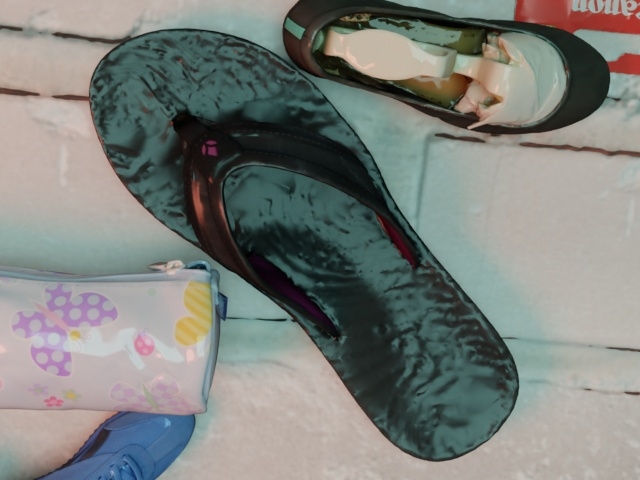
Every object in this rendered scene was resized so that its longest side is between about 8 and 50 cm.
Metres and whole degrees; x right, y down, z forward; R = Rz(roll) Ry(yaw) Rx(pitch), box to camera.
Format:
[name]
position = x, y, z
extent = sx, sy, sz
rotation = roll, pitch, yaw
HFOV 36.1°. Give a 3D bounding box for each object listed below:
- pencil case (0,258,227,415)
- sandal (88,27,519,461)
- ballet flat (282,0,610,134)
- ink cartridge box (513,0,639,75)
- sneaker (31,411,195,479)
[pencil case]
position = -0.210, 0.072, 0.760
extent = 0.273, 0.113, 0.124
rotation = 1, 126, -5
[sandal]
position = 0.003, -0.001, 0.781
extent = 0.167, 0.107, 0.446
rotation = -45, 99, 0
[ballet flat]
position = 0.107, -0.133, 0.782
extent = 0.280, 0.096, 0.095
rotation = 8, 109, -7
[ink cartridge box]
position = 0.256, -0.252, 0.808
extent = 0.180, 0.056, 0.225
rotation = 3, 95, -6
[sneaker]
position = -0.184, 0.205, 0.782
extent = 0.209, 0.082, 0.069
rotation = -31, 116, -15
